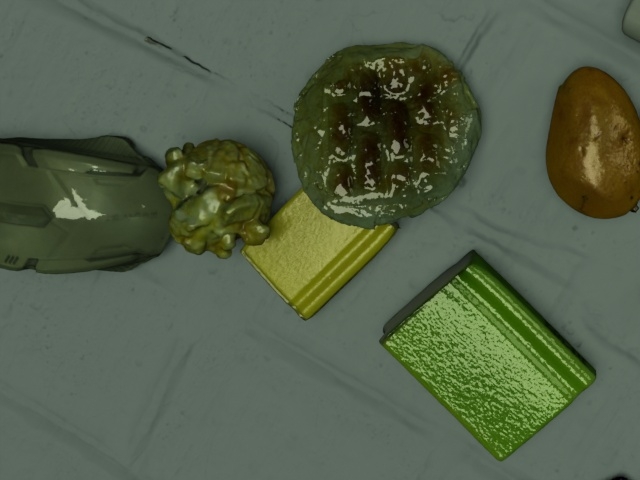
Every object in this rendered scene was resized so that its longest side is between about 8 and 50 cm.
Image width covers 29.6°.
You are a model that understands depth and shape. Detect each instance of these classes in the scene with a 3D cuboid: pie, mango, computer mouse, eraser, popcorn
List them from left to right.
[{"bbox_3d":[-0.440,-0.056,1.981,0.429,0.145,0.228,4,102,13],"label":"computer mouse"},{"bbox_3d":[-0.157,-0.064,1.893,0.185,0.167,0.187,-2,89,21],"label":"popcorn"},{"bbox_3d":[0.000,0.000,1.922,0.226,0.069,0.158,-44,86,15],"label":"eraser"},{"bbox_3d":[0.095,-0.168,1.840,0.306,0.071,0.306,0,82,2],"label":"pie"},{"bbox_3d":[0.257,0.175,1.879,0.210,0.092,0.274,-43,88,15],"label":"eraser"},{"bbox_3d":[0.401,-0.142,1.786,0.147,0.109,0.227,-12,94,19],"label":"mango"}]

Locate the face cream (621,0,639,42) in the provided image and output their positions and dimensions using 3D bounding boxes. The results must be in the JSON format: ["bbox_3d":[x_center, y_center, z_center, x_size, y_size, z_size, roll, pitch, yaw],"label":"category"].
[{"bbox_3d":[0.575,-0.262,1.698,0.314,0.089,0.143,32,133,25],"label":"face cream"}]

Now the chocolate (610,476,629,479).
[{"bbox_3d":[0.496,0.413,1.872,0.147,0.070,0.072,20,74,9],"label":"chocolate"}]
